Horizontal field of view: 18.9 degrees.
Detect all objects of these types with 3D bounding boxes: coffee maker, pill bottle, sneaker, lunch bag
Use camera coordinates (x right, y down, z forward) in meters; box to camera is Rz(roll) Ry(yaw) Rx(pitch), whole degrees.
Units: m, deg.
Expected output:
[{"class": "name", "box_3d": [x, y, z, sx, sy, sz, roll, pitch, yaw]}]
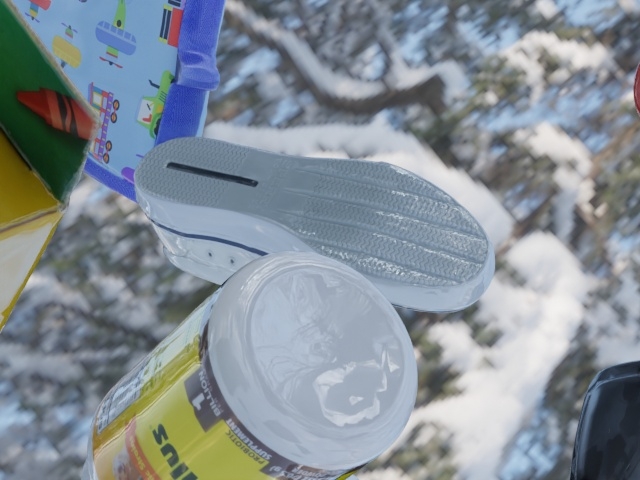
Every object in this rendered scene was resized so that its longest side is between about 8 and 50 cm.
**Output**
[{"class": "coffee maker", "box_3d": [0.260, 0.161, 1.295, 0.178, 0.120, 0.171, 19, -39, -19]}, {"class": "pill bottle", "box_3d": [-0.049, 0.099, 1.024, 0.117, 0.117, 0.215, 50, -41, 2]}, {"class": "sneaker", "box_3d": [0.000, 0.000, 1.248, 0.258, 0.094, 0.091, 19, -33, 29]}, {"class": "lunch bag", "box_3d": [-0.140, -0.165, 1.395, 0.293, 0.138, 0.221, 44, -57, 58]}]

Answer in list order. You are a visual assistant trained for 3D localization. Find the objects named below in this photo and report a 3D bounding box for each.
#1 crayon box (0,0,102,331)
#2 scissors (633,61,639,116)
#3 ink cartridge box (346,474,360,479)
[{"class": "crayon box", "box_3d": [-0.218, -0.018, 0.781, 0.202, 0.081, 0.318, 52, -42, 16]}, {"class": "scissors", "box_3d": [0.289, -0.117, 1.161, 0.021, 0.297, 0.109, 2, -62, 50]}, {"class": "ink cartridge box", "box_3d": [-0.020, 0.282, 1.451, 0.278, 0.117, 0.201, 42, -61, -12]}]
